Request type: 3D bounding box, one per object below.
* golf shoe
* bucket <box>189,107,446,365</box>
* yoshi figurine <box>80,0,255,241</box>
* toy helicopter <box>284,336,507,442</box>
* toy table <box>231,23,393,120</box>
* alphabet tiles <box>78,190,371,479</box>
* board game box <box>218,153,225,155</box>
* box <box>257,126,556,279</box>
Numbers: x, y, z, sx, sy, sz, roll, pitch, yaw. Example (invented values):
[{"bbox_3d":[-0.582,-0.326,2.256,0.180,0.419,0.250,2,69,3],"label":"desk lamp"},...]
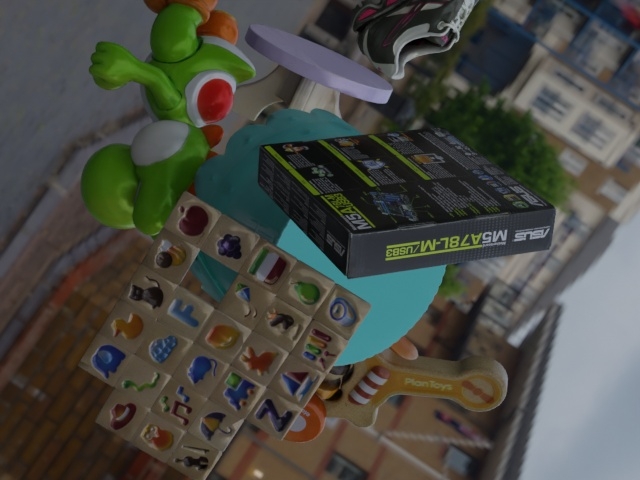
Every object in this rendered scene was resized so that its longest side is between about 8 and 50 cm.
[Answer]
[{"bbox_3d":[0.179,-0.330,1.702,0.273,0.120,0.105,-34,150,9],"label":"golf shoe"},{"bbox_3d":[0.000,0.000,1.384,0.281,0.281,0.183,-56,-142,3],"label":"bucket"},{"bbox_3d":[-0.220,-0.160,1.566,0.203,0.204,0.362,-40,-143,56],"label":"yoshi figurine"},{"bbox_3d":[0.095,0.174,1.742,0.140,0.355,0.235,-75,170,-60],"label":"toy helicopter"},{"bbox_3d":[-0.030,-0.257,2.150,0.161,0.274,0.252,-64,173,20],"label":"toy table"},{"bbox_3d":[-0.099,0.103,1.103,0.237,0.198,0.009,-57,-174,14],"label":"alphabet tiles"},{"bbox_3d":[-0.094,-0.074,1.757,0.210,0.160,0.047,40,57,-71],"label":"board game box"},{"bbox_3d":[0.066,-0.037,0.994,0.190,0.184,0.045,-135,-139,-54],"label":"box"}]
